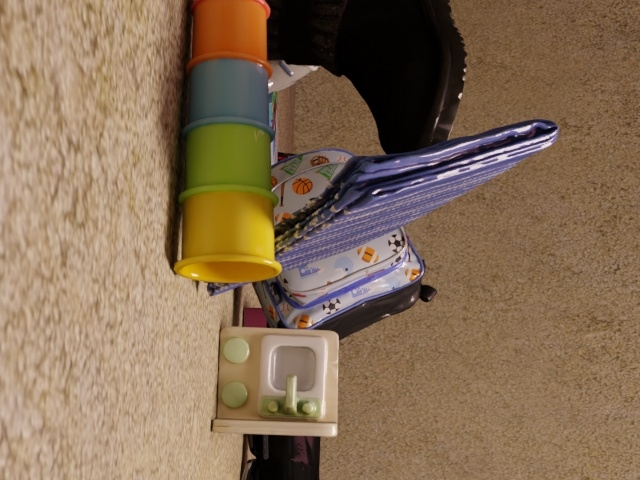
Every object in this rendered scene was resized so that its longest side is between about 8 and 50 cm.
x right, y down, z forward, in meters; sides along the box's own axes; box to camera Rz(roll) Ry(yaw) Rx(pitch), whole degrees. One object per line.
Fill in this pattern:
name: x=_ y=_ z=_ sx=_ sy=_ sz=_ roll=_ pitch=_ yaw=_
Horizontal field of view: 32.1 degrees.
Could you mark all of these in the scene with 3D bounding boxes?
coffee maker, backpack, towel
coffee maker: x=-0.043 y=0.369 z=1.818 sx=0.120 sy=0.171 sz=0.178 roll=58 pitch=28 yaw=-58
backpack: x=0.000 y=0.000 z=1.629 sx=0.213 sy=0.277 sz=0.263 roll=94 pitch=-29 yaw=-58
towel: x=0.046 y=-0.032 z=1.083 sx=0.336 sy=0.243 sz=0.040 roll=-31 pitch=-102 yaw=56

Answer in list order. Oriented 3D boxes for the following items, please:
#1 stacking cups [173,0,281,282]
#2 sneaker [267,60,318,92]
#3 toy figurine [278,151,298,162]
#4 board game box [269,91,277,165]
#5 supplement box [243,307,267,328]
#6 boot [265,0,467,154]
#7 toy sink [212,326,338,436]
stacking cups: x=-0.078 y=-0.124 z=1.004 sx=0.096 sy=0.096 sz=0.316 roll=89 pitch=3 yaw=-77
sneaker: x=-0.078 y=-0.267 z=1.520 sx=0.105 sy=0.115 sz=0.281 roll=50 pitch=1 yaw=-19
toy figurine: x=-0.011 y=-0.077 z=2.121 sx=0.209 sy=0.213 sz=0.148 roll=-102 pitch=-157 yaw=-82
board game box: x=-0.094 y=-0.169 z=1.900 sx=0.160 sy=0.039 sz=0.211 roll=-88 pitch=180 yaw=-60
supplement box: x=-0.070 y=0.159 z=1.836 sx=0.188 sy=0.104 sz=0.080 roll=88 pitch=3 yaw=-81
boot: x=0.008 y=-0.208 z=1.208 sx=0.348 sy=0.260 sz=0.131 roll=-93 pitch=-167 yaw=-48
toy sink: x=-0.052 y=0.180 z=1.434 sx=0.234 sy=0.153 sz=0.131 roll=79 pitch=13 yaw=-83
